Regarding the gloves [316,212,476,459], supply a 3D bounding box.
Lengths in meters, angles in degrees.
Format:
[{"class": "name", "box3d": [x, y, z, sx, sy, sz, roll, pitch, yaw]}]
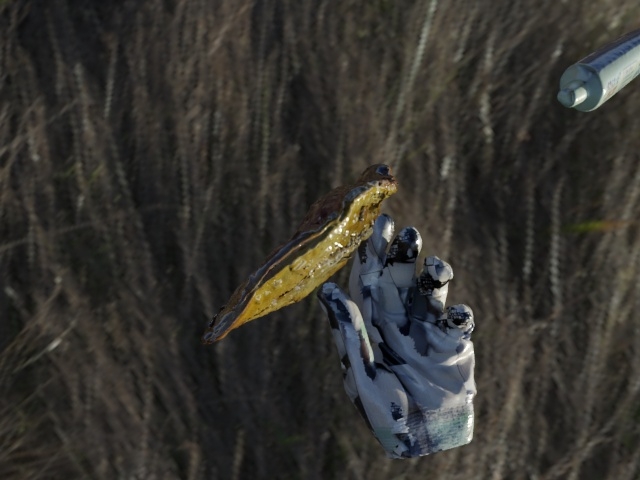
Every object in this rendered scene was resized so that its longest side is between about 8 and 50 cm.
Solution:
[{"class": "gloves", "box3d": [0.071, 0.081, 1.296, 0.127, 0.111, 0.212, -10, 91, 6]}]

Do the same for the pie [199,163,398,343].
[{"class": "pie", "box3d": [0.000, 0.000, 0.712, 0.034, 0.092, 0.170, 46, 18, 4]}]

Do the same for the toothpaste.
[{"class": "toothpaste", "box3d": [0.308, -0.183, 1.501, 0.047, 0.069, 0.268, 34, 38, 20]}]
